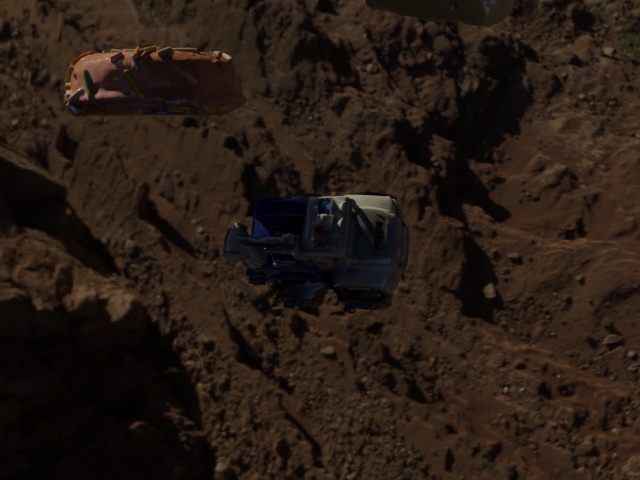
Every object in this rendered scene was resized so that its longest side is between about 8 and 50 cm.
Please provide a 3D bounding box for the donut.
[{"bbox_3d":[-0.214,-0.199,0.803,0.233,0.199,0.085,-1,102,-1],"label":"donut"}]

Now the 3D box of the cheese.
[{"bbox_3d":[0.093,-0.229,0.561,0.043,0.065,0.194,-43,37,-8],"label":"cheese"}]

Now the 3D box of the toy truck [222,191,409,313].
[{"bbox_3d":[0.000,0.000,0.805,0.213,0.177,0.161,0,74,20],"label":"toy truck"}]
